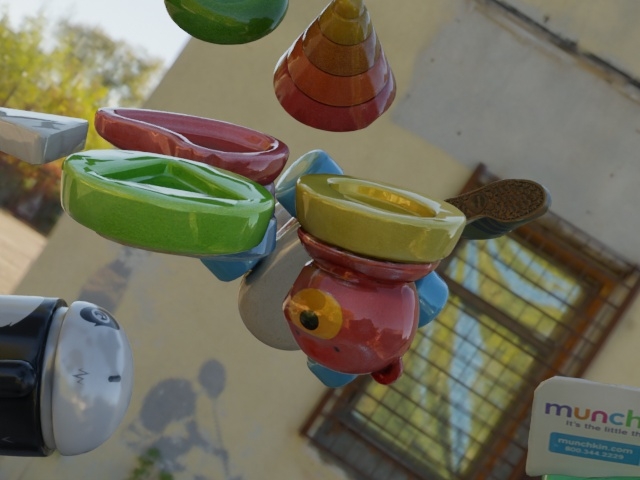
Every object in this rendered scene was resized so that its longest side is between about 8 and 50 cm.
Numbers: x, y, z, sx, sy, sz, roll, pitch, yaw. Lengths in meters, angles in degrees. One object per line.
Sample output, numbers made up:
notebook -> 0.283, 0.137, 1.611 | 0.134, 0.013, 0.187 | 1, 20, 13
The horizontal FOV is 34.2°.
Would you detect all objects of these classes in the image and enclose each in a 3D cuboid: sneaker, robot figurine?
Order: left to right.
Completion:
robot figurine -> -0.339, 0.139, 1.108 | 0.278, 0.174, 0.209 | 3, 35, -1
sneaker -> 0.259, -0.041, 1.502 | 0.192, 0.064, 0.086 | -12, -21, 39

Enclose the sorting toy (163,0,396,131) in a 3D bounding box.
sorting toy -> -0.071, -0.259, 0.993 | 0.365, 0.127, 0.126 | 40, -27, 16

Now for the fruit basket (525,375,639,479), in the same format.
fruit basket -> 0.263, 0.181, 0.455 | 0.352, 0.165, 0.327 | 0, -50, 8

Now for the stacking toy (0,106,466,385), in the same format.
stacking toy -> -0.089, 0.001, 0.743 | 0.279, 0.130, 0.309 | -1, 19, -43

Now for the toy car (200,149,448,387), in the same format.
toy car -> 0.000, 0.000, 1.195 | 0.219, 0.210, 0.238 | 46, 14, -21
